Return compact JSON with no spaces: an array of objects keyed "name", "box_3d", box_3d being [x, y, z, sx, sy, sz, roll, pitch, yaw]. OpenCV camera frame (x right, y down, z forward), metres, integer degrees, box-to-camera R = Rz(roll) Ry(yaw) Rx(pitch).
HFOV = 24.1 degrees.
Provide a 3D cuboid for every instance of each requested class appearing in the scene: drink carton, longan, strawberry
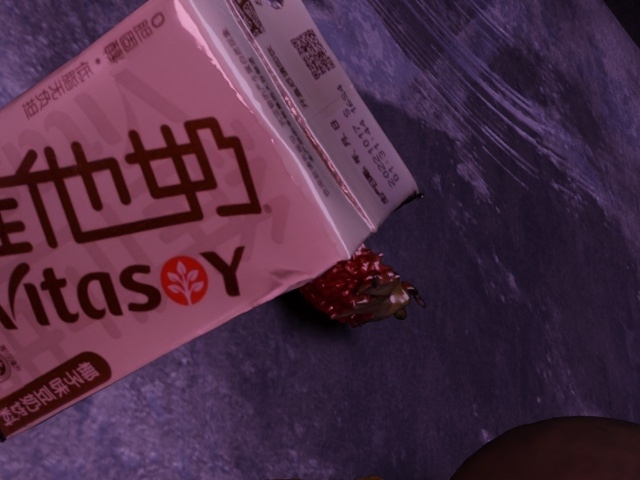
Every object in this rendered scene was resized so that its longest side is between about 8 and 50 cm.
[{"name":"drink carton","box_3d":[-0.127,-0.023,0.980,0.194,0.324,0.132,57,32,-7]},{"name":"longan","box_3d":[0.242,0.294,1.374,0.297,0.297,0.297,40,35,-37]},{"name":"strawberry","box_3d":[-0.003,0.005,1.443,0.208,0.087,0.167,47,-1,26]}]

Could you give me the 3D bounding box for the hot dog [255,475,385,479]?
[{"name":"hot dog","box_3d":[-0.034,0.225,1.189,0.289,0.083,0.068,9,78,-57]}]
